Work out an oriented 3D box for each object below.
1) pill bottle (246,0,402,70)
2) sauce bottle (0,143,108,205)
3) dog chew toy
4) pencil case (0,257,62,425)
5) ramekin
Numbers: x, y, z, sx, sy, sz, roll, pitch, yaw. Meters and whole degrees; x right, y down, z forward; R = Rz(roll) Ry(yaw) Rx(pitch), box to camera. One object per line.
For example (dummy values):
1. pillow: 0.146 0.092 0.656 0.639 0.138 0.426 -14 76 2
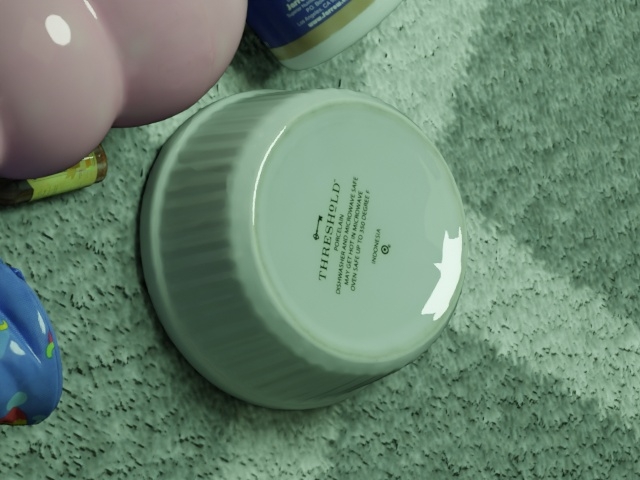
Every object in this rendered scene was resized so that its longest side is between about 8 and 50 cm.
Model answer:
1. pill bottle: -0.049 -0.281 1.413 0.265 0.153 0.153 50 58 -17
2. sauce bottle: -0.224 -0.049 1.318 0.128 0.042 0.042 -19 93 -37
3. dog chew toy: -0.210 -0.140 1.250 0.332 0.206 0.207 -39 104 -29
4. pencil case: -0.324 0.088 1.175 0.306 0.119 0.133 -11 98 -36
5. ramekin: 0.000 0.000 1.412 0.272 0.127 0.273 7 78 -34
